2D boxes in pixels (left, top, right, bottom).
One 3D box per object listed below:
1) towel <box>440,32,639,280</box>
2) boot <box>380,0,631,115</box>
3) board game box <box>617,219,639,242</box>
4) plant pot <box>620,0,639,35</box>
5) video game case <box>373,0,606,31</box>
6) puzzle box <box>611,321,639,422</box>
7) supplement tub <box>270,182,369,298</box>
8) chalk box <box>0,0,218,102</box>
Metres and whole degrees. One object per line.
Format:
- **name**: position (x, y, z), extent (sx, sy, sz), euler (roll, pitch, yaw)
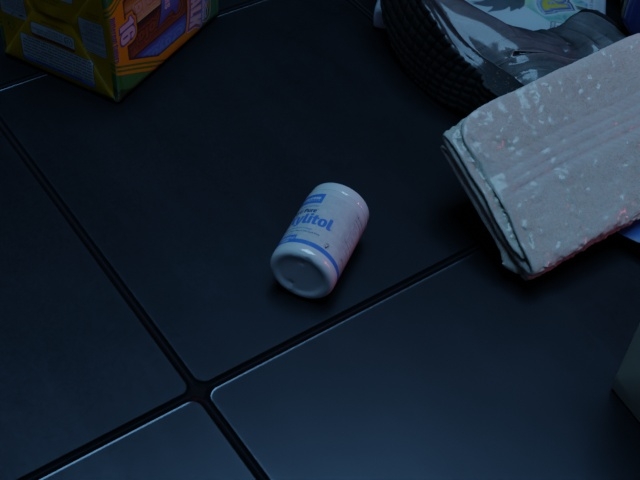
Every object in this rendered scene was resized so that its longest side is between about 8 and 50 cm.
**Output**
- **towel**: position (0.278, -0.092, 1.111), extent (0.282, 0.049, 0.187), euler (-25, 83, -18)
- **boot**: position (0.240, -0.236, 1.273), extent (0.223, 0.118, 0.338), euler (-26, 66, -22)
- **board game box**: position (0.383, -0.041, 1.157), extent (0.133, 0.033, 0.169), euler (-2, 47, 7)
- **plant pot**: position (0.483, -0.348, 1.241), extent (0.212, 0.236, 0.236), euler (13, 38, 6)
- **video game case**: position (0.247, -0.375, 1.454), extent (0.300, 0.036, 0.329), euler (11, 47, 5)
- **puzzle box**: position (0.396, 0.180, 0.790), extent (0.052, 0.272, 0.409), euler (-19, 52, -20)
- **supplement tub**: position (0.000, 0.000, 1.057), extent (0.071, 0.071, 0.107), euler (18, 48, 12)
- **chalk box**: position (-0.239, -0.341, 1.282), extent (0.180, 0.179, 0.289), euler (25, 49, 18)
